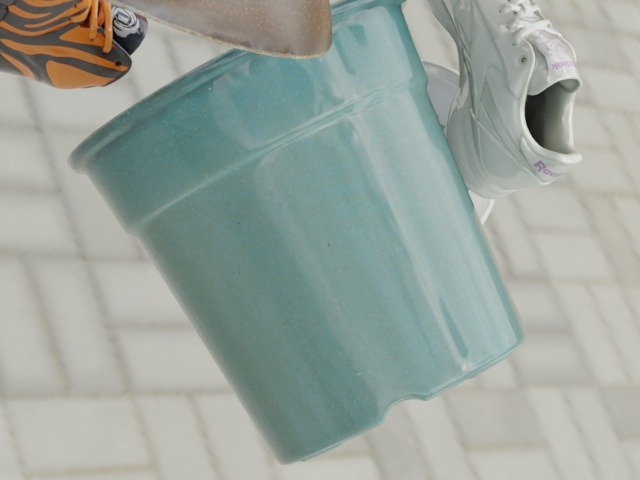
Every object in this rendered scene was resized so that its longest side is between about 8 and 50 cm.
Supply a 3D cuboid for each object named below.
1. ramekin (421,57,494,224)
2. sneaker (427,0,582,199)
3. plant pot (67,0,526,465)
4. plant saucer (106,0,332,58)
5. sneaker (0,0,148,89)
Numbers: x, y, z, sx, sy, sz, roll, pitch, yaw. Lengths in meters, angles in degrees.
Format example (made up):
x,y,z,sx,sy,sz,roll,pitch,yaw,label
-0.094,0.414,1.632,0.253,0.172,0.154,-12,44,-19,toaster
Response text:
x,y,z,sx,sy,sz,roll,pitch,yaw,label
0.088,-0.088,1.909,0.207,0.109,0.207,3,68,-7,ramekin
0.186,-0.197,1.781,0.114,0.152,0.305,-11,91,-38,sneaker
0.000,0.000,1.686,0.341,0.341,0.334,-25,88,-55,plant pot
-0.122,-0.197,1.042,0.311,0.050,0.310,25,17,-8,plant saucer
-0.237,-0.264,1.844,0.180,0.321,0.124,20,55,-21,sneaker
